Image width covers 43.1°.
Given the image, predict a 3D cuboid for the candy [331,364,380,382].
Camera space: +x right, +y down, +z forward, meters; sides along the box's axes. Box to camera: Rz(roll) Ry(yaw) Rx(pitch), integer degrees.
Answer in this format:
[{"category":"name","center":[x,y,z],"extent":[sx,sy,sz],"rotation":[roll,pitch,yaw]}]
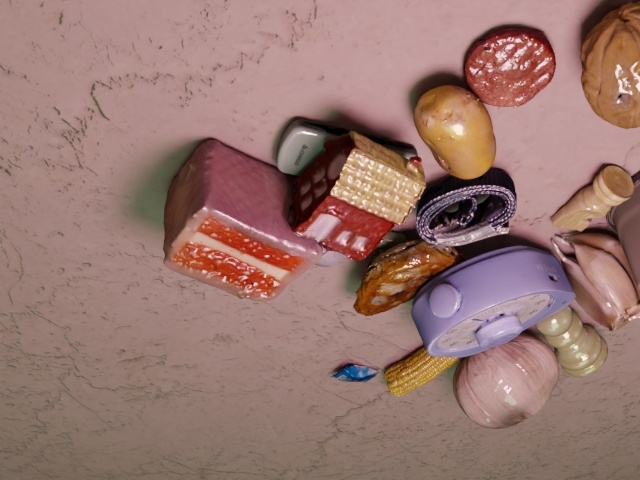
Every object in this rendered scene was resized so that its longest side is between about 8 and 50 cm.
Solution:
[{"category":"candy","center":[0.107,0.398,2.402],"extent":[0.136,0.038,0.088],"rotation":[16,139,-33]}]

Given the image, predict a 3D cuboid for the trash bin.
[{"category":"trash bin","center":[0.797,-0.007,1.841],"extent":[0.220,0.250,0.219],"rotation":[22,137,-26]}]

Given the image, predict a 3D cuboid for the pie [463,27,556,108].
[{"category":"pie","center":[0.371,-0.337,1.589],"extent":[0.182,0.049,0.182],"rotation":[-1,137,-1]}]

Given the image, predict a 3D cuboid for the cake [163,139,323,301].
[{"category":"cake","center":[-0.176,-0.039,1.755],"extent":[0.309,0.230,0.237],"rotation":[25,129,-26]}]

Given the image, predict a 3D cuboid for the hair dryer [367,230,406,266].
[{"category":"hair dryer","center":[0.149,0.030,1.991],"extent":[0.071,0.047,0.150],"rotation":[11,142,-18]}]

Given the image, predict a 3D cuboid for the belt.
[{"category":"belt","center":[0.327,-0.077,1.824],"extent":[0.230,0.126,0.139],"rotation":[-20,112,18]}]

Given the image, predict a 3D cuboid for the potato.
[{"category":"potato","center":[0.280,-0.216,1.643],"extent":[0.146,0.150,0.234],"rotation":[-24,142,16]}]

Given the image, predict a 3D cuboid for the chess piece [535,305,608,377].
[{"category":"chess piece","center":[0.668,0.248,2.214],"extent":[0.144,0.144,0.251],"rotation":[-28,126,25]}]

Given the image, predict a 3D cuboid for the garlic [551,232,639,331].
[{"category":"garlic","center":[0.686,0.100,1.981],"extent":[0.237,0.292,0.210],"rotation":[5,135,-48]}]

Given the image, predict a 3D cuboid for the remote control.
[{"category":"remote control","center":[0.056,-0.176,1.741],"extent":[0.296,0.056,0.140],"rotation":[12,134,-18]}]

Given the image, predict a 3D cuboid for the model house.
[{"category":"model house","center":[0.079,-0.109,1.661],"extent":[0.196,0.160,0.254],"rotation":[25,128,-27]}]

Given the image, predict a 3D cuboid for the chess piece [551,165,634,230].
[{"category":"chess piece","center":[0.625,-0.084,1.879],"extent":[0.090,0.090,0.200],"rotation":[14,146,-19]}]

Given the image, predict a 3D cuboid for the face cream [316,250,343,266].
[{"category":"face cream","center":[0.000,0.000,1.889],"extent":[0.117,0.117,0.104],"rotation":[-23,142,21]}]

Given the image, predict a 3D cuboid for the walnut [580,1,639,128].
[{"category":"walnut","center":[0.582,-0.323,1.517],"extent":[0.198,0.198,0.245],"rotation":[-16,136,13]}]

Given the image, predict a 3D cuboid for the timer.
[{"category":"timer","center":[0.402,0.168,1.982],"extent":[0.395,0.173,0.395],"rotation":[-16,156,-7]}]

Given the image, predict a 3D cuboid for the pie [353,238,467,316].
[{"category":"pie","center":[0.217,0.082,1.975],"extent":[0.308,0.085,0.308],"rotation":[-14,153,-8]}]

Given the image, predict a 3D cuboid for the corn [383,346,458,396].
[{"category":"corn","center":[0.302,0.355,2.328],"extent":[0.101,0.101,0.292],"rotation":[31,125,-33]}]

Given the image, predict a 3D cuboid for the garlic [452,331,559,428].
[{"category":"garlic","center":[0.500,0.384,2.254],"extent":[0.317,0.259,0.317],"rotation":[-30,168,-7]}]
